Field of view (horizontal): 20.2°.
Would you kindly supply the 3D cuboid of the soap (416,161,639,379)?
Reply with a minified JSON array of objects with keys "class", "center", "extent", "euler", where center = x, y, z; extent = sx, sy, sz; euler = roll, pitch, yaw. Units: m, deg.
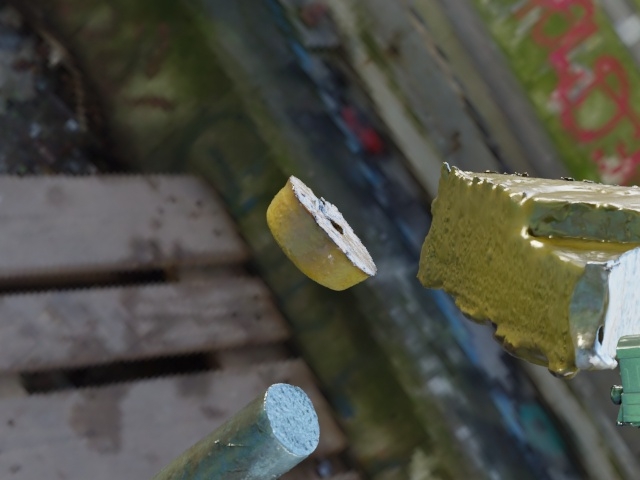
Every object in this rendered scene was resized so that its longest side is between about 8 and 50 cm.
[{"class":"soap","center":[0.187,0.026,1.800],"extent":[0.304,0.338,0.169],"euler":[-13,108,-56]}]

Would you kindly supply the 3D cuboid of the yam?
[{"class":"yam","center":[-0.078,0.187,1.481],"extent":[0.068,0.169,0.068],"euler":[38,28,-25]}]

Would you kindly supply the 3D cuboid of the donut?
[{"class":"donut","center":[0.000,0.000,1.452],"extent":[0.108,0.043,0.097],"euler":[36,19,-44]}]

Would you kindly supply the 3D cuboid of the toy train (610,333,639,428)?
[{"class":"toy train","center":[0.216,0.081,1.061],"extent":[0.038,0.093,0.056],"euler":[-29,111,-68]}]
